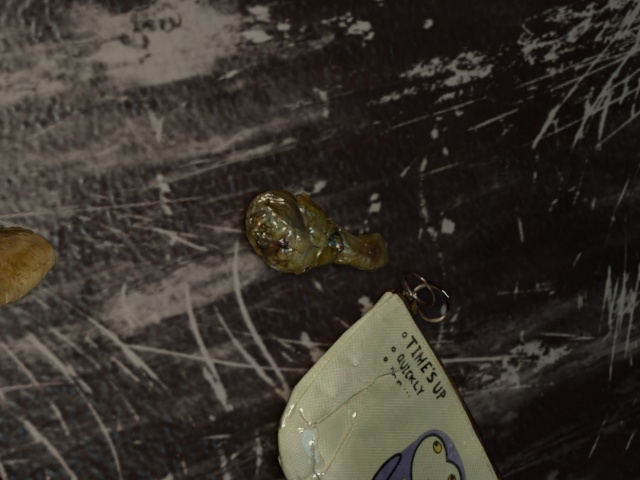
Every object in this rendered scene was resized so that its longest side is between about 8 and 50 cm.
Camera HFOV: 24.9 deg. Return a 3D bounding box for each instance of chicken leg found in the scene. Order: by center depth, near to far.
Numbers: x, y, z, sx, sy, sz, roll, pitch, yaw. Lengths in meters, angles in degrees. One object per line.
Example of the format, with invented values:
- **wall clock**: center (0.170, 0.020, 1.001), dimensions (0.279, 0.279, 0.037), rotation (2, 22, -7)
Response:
- **chicken leg**: center (-0.002, 0.001, 1.587), dimensions (0.197, 0.069, 0.085), rotation (16, 62, -39)

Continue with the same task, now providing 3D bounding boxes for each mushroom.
- **mushroom**: center (-0.340, 0.047, 1.360), dimensions (0.209, 0.094, 0.072), rotation (-32, 113, -22)

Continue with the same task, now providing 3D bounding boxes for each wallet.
- **wallet**: center (0.084, 0.236, 1.652), dimensions (0.275, 0.068, 0.335), rotation (-38, 114, -26)

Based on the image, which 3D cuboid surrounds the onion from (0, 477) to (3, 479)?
- **onion**: center (-0.405, 0.314, 1.318), dimensions (0.283, 0.120, 0.227), rotation (-19, 106, -33)
